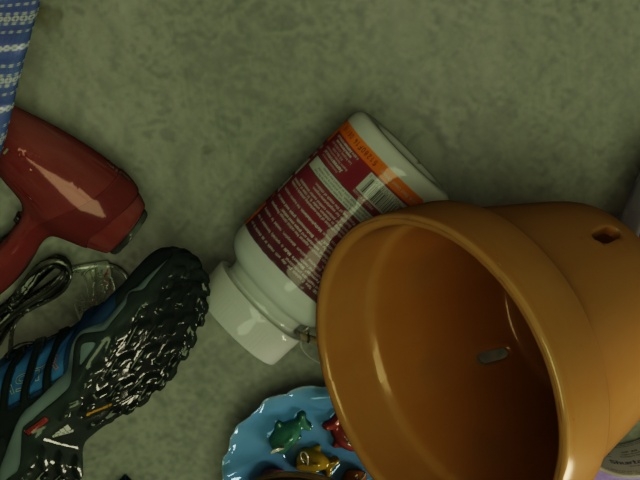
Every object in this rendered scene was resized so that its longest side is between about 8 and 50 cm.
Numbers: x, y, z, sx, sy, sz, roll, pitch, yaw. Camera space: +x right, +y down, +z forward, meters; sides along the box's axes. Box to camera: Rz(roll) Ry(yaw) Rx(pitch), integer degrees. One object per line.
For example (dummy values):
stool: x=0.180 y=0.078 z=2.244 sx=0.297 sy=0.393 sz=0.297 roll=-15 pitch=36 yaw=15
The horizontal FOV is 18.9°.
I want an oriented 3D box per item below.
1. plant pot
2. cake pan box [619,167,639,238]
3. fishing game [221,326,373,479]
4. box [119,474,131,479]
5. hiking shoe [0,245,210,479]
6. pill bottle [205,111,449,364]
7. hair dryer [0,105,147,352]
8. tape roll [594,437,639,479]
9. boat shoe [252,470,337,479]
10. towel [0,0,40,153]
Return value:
plant pot: x=0.165 y=0.087 z=1.634 sx=0.203 sy=0.291 sz=0.291 roll=-22 pitch=111 yaw=-37
cake pan box: x=0.406 y=-0.001 z=1.750 sx=0.267 sy=0.070 sz=0.246 roll=28 pitch=82 yaw=-13
fishing game: x=-0.003 y=0.225 z=1.814 sx=0.189 sy=0.041 sz=0.264 roll=24 pitch=98 yaw=-25
box: x=-0.166 y=0.361 z=1.853 sx=0.159 sy=0.044 sz=0.233 roll=-42 pitch=105 yaw=7
hiking shoe: x=-0.226 y=0.113 z=1.688 sx=0.304 sy=0.132 sz=0.113 roll=-50 pitch=146 yaw=0
pill bottle: x=0.000 y=0.000 z=1.724 sx=0.221 sy=0.121 sz=0.121 roll=-45 pitch=105 yaw=8
hair dryer: x=-0.264 y=0.003 z=1.722 sx=0.223 sy=0.080 sz=0.294 roll=-11 pitch=107 yaw=-2
tape roll: x=0.291 y=0.150 z=1.817 sx=0.189 sy=0.080 sz=0.189 roll=-2 pitch=106 yaw=-6
boat shoe: x=0.018 y=0.260 z=1.726 sx=0.207 sy=0.073 sz=0.073 roll=6 pitch=118 yaw=18
towel: x=-0.361 y=-0.073 z=1.536 sx=0.243 sy=0.040 sz=0.336 roll=-10 pitch=146 yaw=-29
